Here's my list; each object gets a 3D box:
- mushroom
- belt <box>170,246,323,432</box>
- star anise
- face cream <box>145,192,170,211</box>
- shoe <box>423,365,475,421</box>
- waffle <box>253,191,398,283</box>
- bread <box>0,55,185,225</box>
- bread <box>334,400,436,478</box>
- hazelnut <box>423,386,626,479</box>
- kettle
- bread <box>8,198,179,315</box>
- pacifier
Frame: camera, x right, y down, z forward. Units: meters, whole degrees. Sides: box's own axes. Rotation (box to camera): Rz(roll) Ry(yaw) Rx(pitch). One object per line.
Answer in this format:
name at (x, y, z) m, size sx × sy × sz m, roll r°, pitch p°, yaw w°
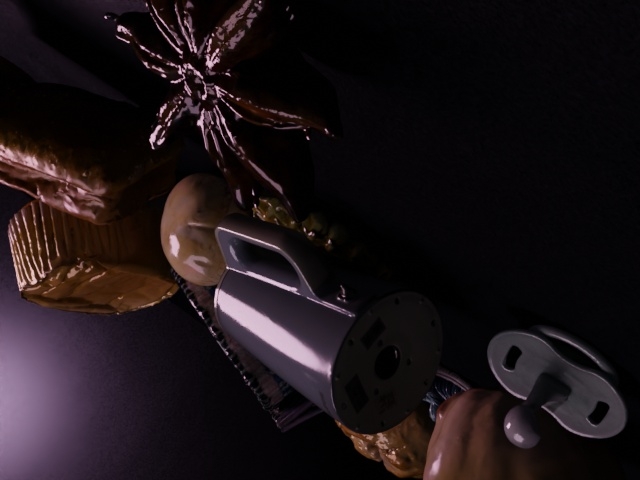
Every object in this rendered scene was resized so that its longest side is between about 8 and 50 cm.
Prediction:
mushroom at (-0.141, -0.015, 1.460) m, size 0.112 × 0.148 × 0.148 m, roll 3°, pitch -170°, yaw -35°
belt at (-0.068, 0.094, 1.550) m, size 0.295 × 0.160 × 0.207 m, roll 46°, pitch 169°, yaw 52°
star anise at (-0.057, -0.135, 0.861) m, size 0.272 × 0.102 × 0.272 m, roll 35°, pitch 143°, yaw 33°
face cream at (-0.280, -0.065, 1.738) m, size 0.096 × 0.096 × 0.214 m, roll 31°, pitch 168°, yaw 22°
shoe at (0.171, 0.219, 1.622) m, size 0.143 × 0.071 × 0.064 m, roll 26°, pitch 166°, yaw 24°
waffle at (0.000, 0.000, 1.335) m, size 0.183 × 0.036 × 0.169 m, roll 23°, pitch 166°, yaw 45°
bread at (-0.351, -0.148, 1.381) m, size 0.380 × 0.185 × 0.109 m, roll 23°, pitch 125°, yaw 15°
bread at (0.125, 0.318, 1.997) m, size 0.244 × 0.134 × 0.244 m, roll 38°, pitch 169°, yaw 8°
hazelnut at (0.221, 0.294, 1.331) m, size 0.241 × 0.261 × 0.261 m, roll -29°, pitch 121°, yaw 38°
kettle at (-0.015, 0.074, 1.270) m, size 0.243 × 0.160 × 0.210 m, roll 23°, pitch 149°, yaw 44°
bread at (-0.308, 0.014, 1.613) m, size 0.250 × 0.179 × 0.133 m, roll 11°, pitch -125°, yaw -49°
pacifier at (0.217, 0.148, 1.113) m, size 0.150 × 0.116 × 0.127 m, roll 38°, pitch 143°, yaw 11°
